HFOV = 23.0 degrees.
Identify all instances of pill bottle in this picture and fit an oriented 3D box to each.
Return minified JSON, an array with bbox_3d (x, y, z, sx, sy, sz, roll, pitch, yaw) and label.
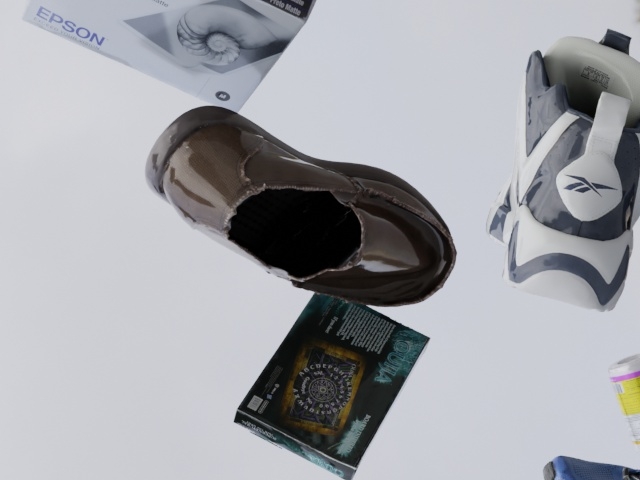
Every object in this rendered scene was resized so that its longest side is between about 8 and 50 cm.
[{"bbox_3d":[0.233,0.121,1.098,0.043,0.043,0.083,-19,-91,-66],"label":"pill bottle"}]

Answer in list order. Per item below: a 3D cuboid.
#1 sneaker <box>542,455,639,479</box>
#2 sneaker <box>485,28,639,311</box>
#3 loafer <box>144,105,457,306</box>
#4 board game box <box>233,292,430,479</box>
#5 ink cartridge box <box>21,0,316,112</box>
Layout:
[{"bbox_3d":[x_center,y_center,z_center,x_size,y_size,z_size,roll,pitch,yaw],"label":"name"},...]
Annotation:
[{"bbox_3d":[0.405,0.279,1.755,0.330,0.147,0.130,13,-153,-13],"label":"sneaker"},{"bbox_3d":[0.162,-0.056,0.972,0.235,0.094,0.153,-39,-34,-75],"label":"sneaker"},{"bbox_3d":[0.000,0.000,1.439,0.366,0.134,0.130,18,-156,-42],"label":"loafer"},{"bbox_3d":[0.014,0.133,1.515,0.186,0.126,0.026,-55,-12,-42],"label":"board game box"},{"bbox_3d":[-0.124,-0.222,1.366,0.223,0.224,0.045,23,-127,-14],"label":"ink cartridge box"}]
